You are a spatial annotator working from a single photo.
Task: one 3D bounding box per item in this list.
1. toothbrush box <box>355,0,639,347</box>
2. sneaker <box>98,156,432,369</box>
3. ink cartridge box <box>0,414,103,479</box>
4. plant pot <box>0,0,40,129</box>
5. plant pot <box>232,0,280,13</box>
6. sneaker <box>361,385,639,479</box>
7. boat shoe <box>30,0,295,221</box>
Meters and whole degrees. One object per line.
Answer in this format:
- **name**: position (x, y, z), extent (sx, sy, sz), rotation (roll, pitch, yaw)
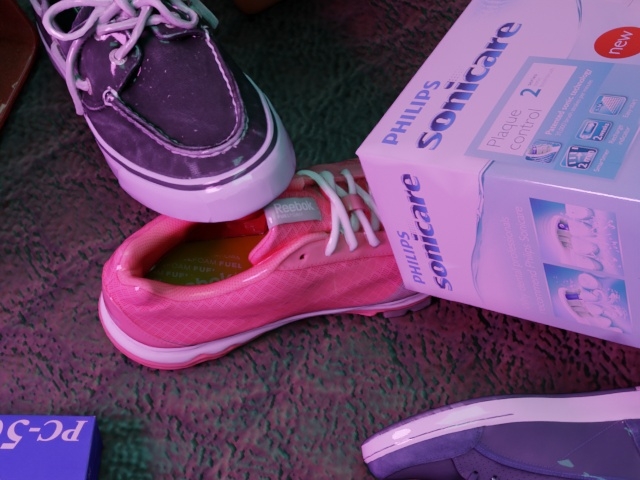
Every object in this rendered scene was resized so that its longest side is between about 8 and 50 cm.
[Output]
- **toothbrush box**: position (0.206, -0.054, 0.591), extent (0.296, 0.126, 0.216), rotation (13, 52, 35)
- **sneaker**: position (0.000, 0.001, 0.694), extent (0.314, 0.136, 0.116), rotation (-21, 74, -9)
- **ink cartridge box**: position (-0.251, 0.163, 0.660), extent (0.207, 0.046, 0.097), rotation (2, 48, -3)
- **plant pot**: position (-0.386, -0.117, 0.669), extent (0.236, 0.267, 0.267), rotation (15, 71, 16)
- **plant pot**: position (-0.035, -0.298, 0.766), extent (0.212, 0.187, 0.212), rotation (-32, 76, -11)
- **sneaker**: position (0.145, 0.184, 0.665), extent (0.226, 0.086, 0.163), rotation (-4, 69, -5)
- **boat shoe**: position (-0.122, -0.130, 0.686), extent (0.113, 0.105, 0.306), rotation (-29, 49, -9)
